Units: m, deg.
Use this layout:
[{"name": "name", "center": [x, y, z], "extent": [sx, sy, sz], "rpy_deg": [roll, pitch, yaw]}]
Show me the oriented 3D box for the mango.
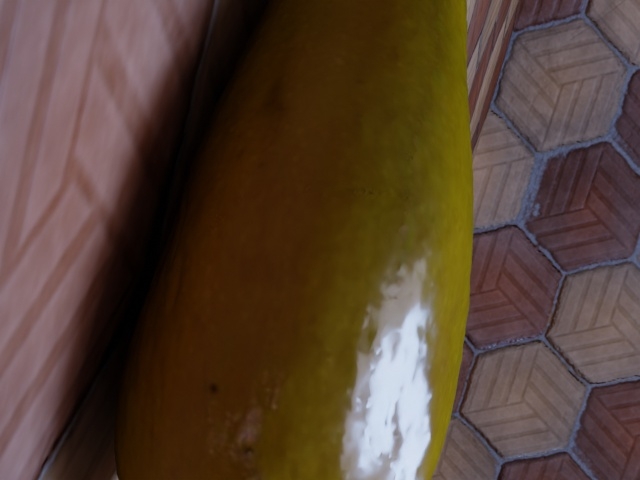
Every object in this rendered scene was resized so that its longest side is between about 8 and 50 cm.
[{"name": "mango", "center": [0.000, 0.000, 0.530], "extent": [0.176, 0.119, 0.316], "rpy_deg": [77, 23, -70]}]
